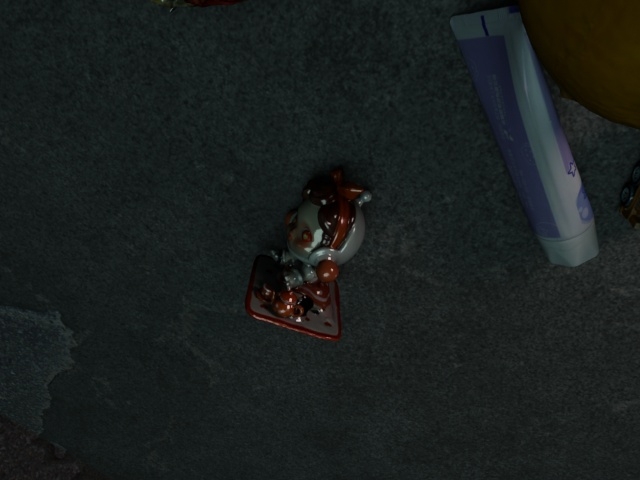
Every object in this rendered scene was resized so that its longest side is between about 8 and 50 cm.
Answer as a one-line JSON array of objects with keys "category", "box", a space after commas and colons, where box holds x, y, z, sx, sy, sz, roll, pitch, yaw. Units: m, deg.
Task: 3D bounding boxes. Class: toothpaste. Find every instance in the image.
[{"category": "toothpaste", "box": [0.272, -0.118, 0.615, 0.080, 0.125, 0.371, -39, 116, -4]}]

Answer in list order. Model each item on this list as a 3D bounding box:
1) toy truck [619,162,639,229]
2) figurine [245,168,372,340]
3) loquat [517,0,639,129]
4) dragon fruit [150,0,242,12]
[{"category": "toy truck", "box": [0.450, -0.081, 0.586, 0.080, 0.115, 0.177, 7, 126, 10]}, {"category": "figurine", "box": [0.000, 0.000, 0.740, 0.160, 0.183, 0.226, 19, 116, -11]}, {"category": "loquat", "box": [0.315, -0.246, 0.366, 0.328, 0.328, 0.328, 7, 127, 9]}, {"category": "dragon fruit", "box": [-0.100, -0.372, 0.415, 0.277, 0.277, 0.342, 11, 127, 6]}]
